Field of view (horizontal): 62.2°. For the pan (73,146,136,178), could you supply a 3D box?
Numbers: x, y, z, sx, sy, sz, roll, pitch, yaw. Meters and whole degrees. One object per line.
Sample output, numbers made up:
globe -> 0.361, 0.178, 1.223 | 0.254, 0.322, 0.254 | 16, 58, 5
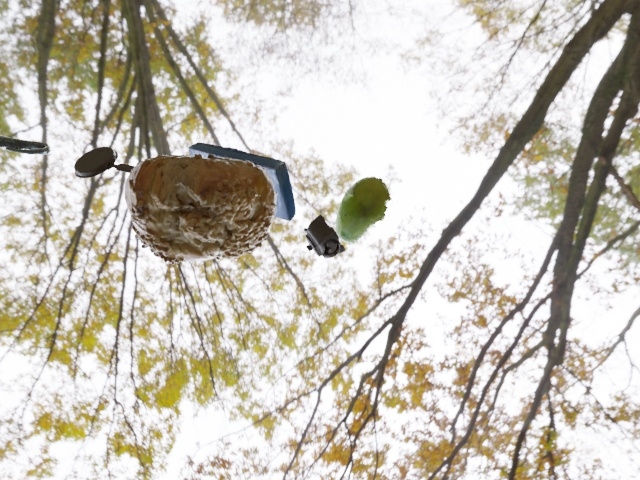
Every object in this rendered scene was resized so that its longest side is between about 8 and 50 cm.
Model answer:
pan -> -0.617, -0.224, 1.539 | 0.235, 0.028, 0.136 | 11, -129, 24

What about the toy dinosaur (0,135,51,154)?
toy dinosaur -> -0.558, -0.143, 0.718 | 0.363, 0.076, 0.147 | -6, -124, -14

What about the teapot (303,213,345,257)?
teapot -> 0.000, 0.000, 1.612 | 0.096, 0.087, 0.177 | -33, -139, -5

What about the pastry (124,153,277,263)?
pastry -> -0.243, -0.055, 1.068 | 0.311, 0.255, 0.162 | -2, -131, 3

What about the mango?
mango -> 0.095, -0.074, 1.278 | 0.100, 0.178, 0.119 | 27, -158, -19

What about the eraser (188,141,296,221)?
eraser -> -0.191, -0.147, 1.279 | 0.312, 0.144, 0.042 | 18, -137, 36
